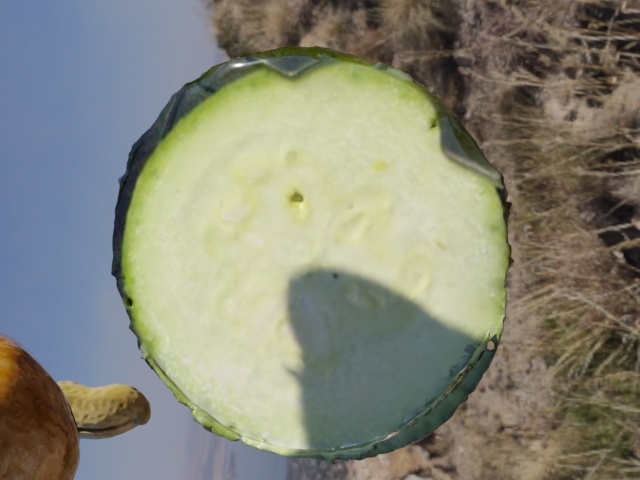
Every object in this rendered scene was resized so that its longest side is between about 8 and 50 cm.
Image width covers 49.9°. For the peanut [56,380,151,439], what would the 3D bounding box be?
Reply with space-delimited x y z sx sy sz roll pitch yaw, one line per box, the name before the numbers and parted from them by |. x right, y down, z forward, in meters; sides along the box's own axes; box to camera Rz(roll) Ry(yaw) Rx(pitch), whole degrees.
peanut | -0.311 0.221 0.901 0.080 0.175 0.080 -177 90 -72

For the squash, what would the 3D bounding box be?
squash | -0.002 0.010 0.397 0.133 0.220 0.220 22 -108 -78

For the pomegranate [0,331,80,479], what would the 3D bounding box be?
pomegranate | -0.337 0.199 0.614 0.248 0.248 0.248 -175 90 -80
